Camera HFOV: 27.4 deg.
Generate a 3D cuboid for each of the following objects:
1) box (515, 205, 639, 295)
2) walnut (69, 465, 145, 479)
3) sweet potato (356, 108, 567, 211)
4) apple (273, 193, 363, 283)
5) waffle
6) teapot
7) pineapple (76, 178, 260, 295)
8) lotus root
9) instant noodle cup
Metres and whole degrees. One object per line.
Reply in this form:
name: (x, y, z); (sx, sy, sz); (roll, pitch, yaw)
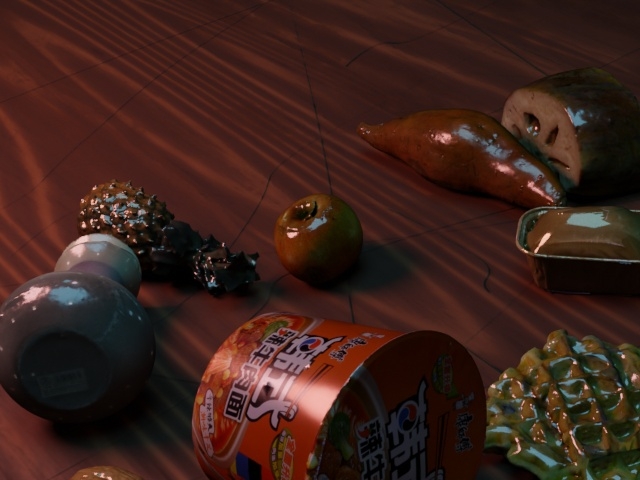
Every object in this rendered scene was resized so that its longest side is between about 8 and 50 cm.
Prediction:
box: (0.323, 0.005, 1.560); (0.177, 0.111, 0.111); (2, 36, 14)
walnut: (-0.214, 0.273, 1.290); (0.124, 0.105, 0.105); (12, 39, 34)
sweet potato: (0.193, -0.122, 1.768); (0.359, 0.112, 0.112); (18, 42, 37)
apple: (0.000, 0.000, 1.639); (0.099, 0.102, 0.114); (0, 41, 34)
waffle: (0.276, 0.174, 1.369); (0.204, 0.054, 0.223); (19, 43, 33)
teapot: (-0.273, 0.090, 1.516); (0.183, 0.184, 0.251); (-6, 23, 3)
pineapple: (-0.189, 0.004, 1.671); (0.251, 0.125, 0.125); (20, 43, 26)
lotus root: (0.343, -0.154, 1.775); (0.119, 0.138, 0.235); (-11, 28, -22)
instant noodle cup: (0.009, 0.186, 1.262); (0.192, 0.250, 0.250); (15, 40, 43)
